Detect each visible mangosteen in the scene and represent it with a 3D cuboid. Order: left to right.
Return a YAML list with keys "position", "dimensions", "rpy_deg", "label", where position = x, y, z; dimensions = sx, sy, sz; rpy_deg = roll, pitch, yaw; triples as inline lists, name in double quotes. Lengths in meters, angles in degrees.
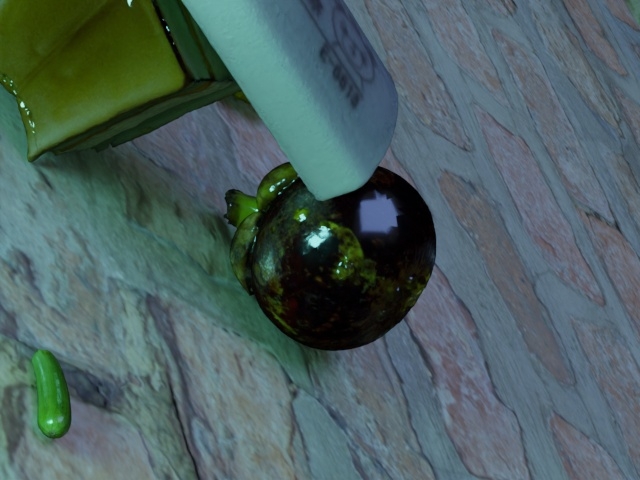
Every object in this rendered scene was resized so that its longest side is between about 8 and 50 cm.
- position: [0.000, 0.000, 1.886]
  dimensions: [0.217, 0.192, 0.192]
  rpy_deg: [35, 15, 24]
  label: "mangosteen"

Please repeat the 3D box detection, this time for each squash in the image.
- position: [-0.204, 0.116, 1.499]
  dimensions: [0.027, 0.027, 0.089]
  rpy_deg: [35, 27, -36]
  label: "squash"

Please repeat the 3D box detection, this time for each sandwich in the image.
- position: [-0.205, -0.205, 1.748]
  dimensions: [0.155, 0.198, 0.227]
  rpy_deg: [-10, 78, -67]
  label: "sandwich"

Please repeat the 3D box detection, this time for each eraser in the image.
- position: [-0.033, -0.189, 1.740]
  dimensions: [0.270, 0.095, 0.174]
  rpy_deg: [55, 29, -30]
  label: "eraser"

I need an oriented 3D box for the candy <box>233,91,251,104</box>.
- position: [-0.099, -0.211, 2.112]
  dimensions: [0.199, 0.094, 0.106]
  rpy_deg: [46, 21, -31]
  label: "candy"
